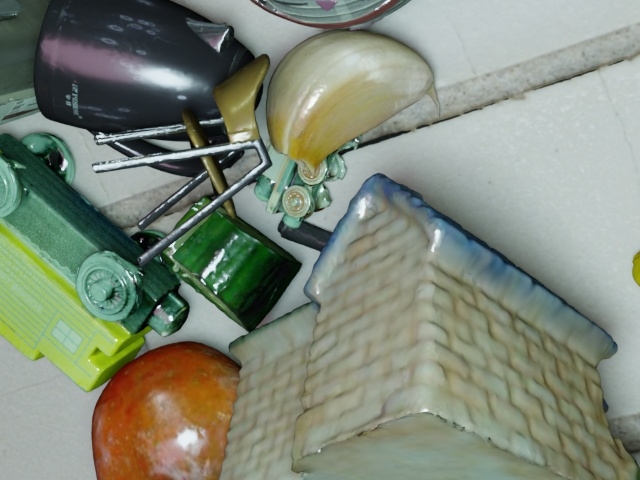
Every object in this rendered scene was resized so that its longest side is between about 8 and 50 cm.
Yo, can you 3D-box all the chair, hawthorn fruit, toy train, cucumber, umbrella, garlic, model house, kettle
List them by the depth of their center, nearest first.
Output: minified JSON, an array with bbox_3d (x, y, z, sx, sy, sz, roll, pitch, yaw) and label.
[{"bbox_3d":[-0.149,-0.108,1.284,0.246,0.159,0.172,-22,110,-3],"label":"chair"},{"bbox_3d":[0.122,0.169,1.287,0.395,0.400,0.445,27,139,-30],"label":"model house"},{"bbox_3d":[0.037,-0.193,1.323,0.244,0.145,0.164,-25,107,-17],"label":"garlic"},{"bbox_3d":[-0.125,0.036,1.422,0.191,0.191,0.130,34,87,10],"label":"cucumber"},{"bbox_3d":[-0.027,-0.118,1.427,0.125,0.080,0.194,32,109,21],"label":"toy train"},{"bbox_3d":[-0.226,-0.211,1.433,0.290,0.207,0.268,15,132,2],"label":"kettle"},{"bbox_3d":[0.001,-0.002,1.464,0.133,0.031,0.036,21,81,15],"label":"umbrella"},{"bbox_3d":[-0.198,0.287,1.471,0.284,0.284,0.285,4,102,19],"label":"hawthorn fruit"},{"bbox_3d":[-0.408,0.030,1.547,0.442,0.179,0.272,40,117,7],"label":"toy train"}]

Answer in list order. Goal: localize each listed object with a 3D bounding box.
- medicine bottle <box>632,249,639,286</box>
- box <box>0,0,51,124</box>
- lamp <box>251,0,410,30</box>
[{"bbox_3d":[0.525,0.111,1.273,0.309,0.076,0.111,48,118,6],"label":"medicine bottle"},{"bbox_3d":[-0.498,-0.273,1.451,0.220,0.290,0.166,48,124,6],"label":"box"},{"bbox_3d":[0.029,-0.380,1.261,0.265,0.233,0.233,-15,96,19],"label":"lamp"}]
